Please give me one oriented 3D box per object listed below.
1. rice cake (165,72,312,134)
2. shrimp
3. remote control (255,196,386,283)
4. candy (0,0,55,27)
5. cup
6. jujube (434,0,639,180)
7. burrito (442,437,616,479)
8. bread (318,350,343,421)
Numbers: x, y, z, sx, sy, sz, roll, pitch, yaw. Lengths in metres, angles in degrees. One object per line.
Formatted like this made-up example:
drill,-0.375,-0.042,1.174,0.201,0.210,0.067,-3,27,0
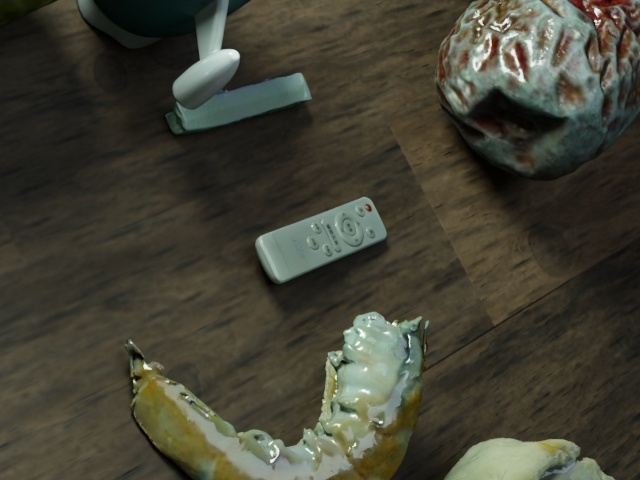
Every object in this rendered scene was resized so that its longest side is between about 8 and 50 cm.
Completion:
rice cake,-0.078,-0.137,1.416,0.180,0.030,0.042,-20,89,-45
shrimp,-0.026,0.164,1.279,0.287,0.068,0.185,-6,76,-21
remote control,0.000,0.000,1.424,0.184,0.027,0.050,-22,86,-50
candy,-0.265,-0.243,1.150,0.118,0.260,0.260,52,45,3
cup,-0.140,-0.261,1.324,0.167,0.173,0.299,3,68,-41
jujube,0.260,-0.203,1.623,0.226,0.226,0.317,50,43,-10
burrito,0.148,0.313,1.282,0.190,0.135,0.332,34,45,11
bread,0.034,0.147,1.367,0.070,0.035,0.083,14,71,-32
